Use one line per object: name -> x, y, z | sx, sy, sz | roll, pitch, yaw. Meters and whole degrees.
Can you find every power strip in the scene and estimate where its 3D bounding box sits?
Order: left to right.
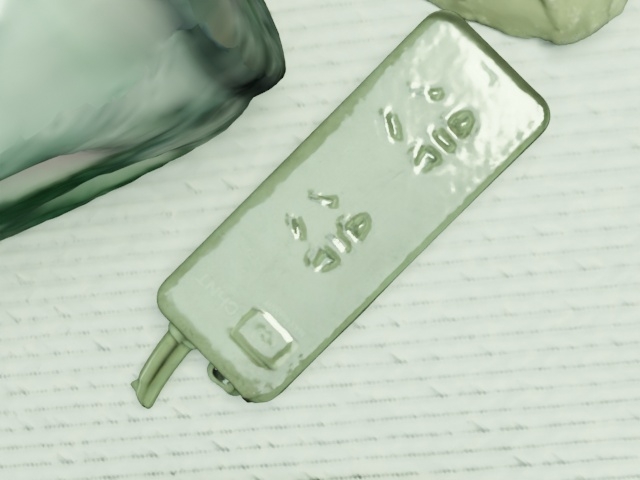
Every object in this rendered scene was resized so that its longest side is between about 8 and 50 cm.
power strip -> 0.000, 0.000, 0.776 | 0.093, 0.053, 0.288 | 45, 97, 2

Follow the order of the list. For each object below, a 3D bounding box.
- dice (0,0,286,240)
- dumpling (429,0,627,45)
dice -> -0.232, -0.153, 0.656 | 0.348, 0.328, 0.330 | -21, 91, 8
dumpling -> 0.088, -0.185, 0.743 | 0.169, 0.100, 0.134 | 39, 135, -18
